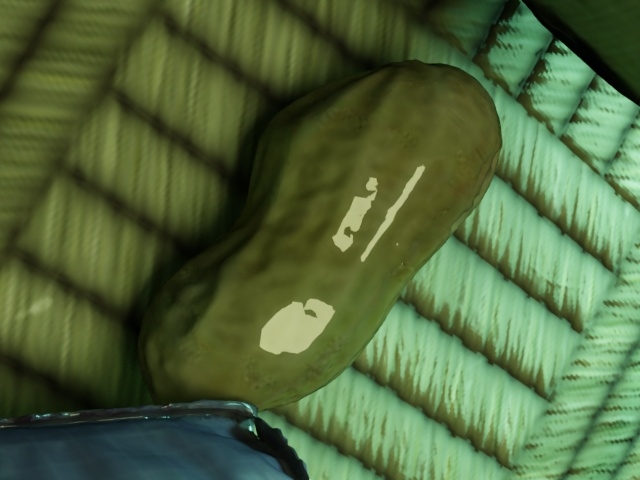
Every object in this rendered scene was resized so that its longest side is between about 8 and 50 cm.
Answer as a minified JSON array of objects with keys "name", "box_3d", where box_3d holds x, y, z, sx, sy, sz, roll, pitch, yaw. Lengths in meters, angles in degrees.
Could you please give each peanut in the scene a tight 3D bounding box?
[{"name":"peanut","box_3d":[0.000,0.000,0.677,0.098,0.090,0.214,45,74,-27]}]

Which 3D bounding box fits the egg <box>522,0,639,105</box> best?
[{"name":"egg","box_3d":[0.210,-0.240,0.613,0.345,0.345,0.427,-27,111,-28]}]

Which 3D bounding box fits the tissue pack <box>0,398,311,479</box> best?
[{"name":"tissue pack","box_3d":[-0.168,0.187,0.552,0.344,0.125,0.242,1,117,-36]}]
